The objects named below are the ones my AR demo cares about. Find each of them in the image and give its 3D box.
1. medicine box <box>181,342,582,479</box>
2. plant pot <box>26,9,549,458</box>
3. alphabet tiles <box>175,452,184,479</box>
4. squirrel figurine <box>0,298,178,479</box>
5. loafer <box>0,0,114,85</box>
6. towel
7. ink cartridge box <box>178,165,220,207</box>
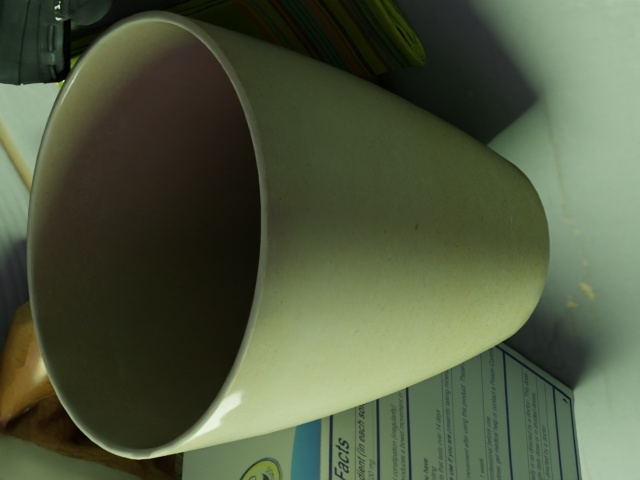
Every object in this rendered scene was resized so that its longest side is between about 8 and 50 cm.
[{"bbox_3d":[0.052,0.182,1.315,0.289,0.263,0.149,33,129,-31],"label":"medicine box"},{"bbox_3d":[0.000,0.000,1.121,0.274,0.256,0.256,2,153,-38],"label":"plant pot"},{"bbox_3d":[-0.088,0.162,1.545,0.198,0.009,0.237,-12,139,26],"label":"alphabet tiles"},{"bbox_3d":[-0.125,0.297,1.404,0.370,0.281,0.397,38,173,24],"label":"squirrel figurine"},{"bbox_3d":[-0.154,-0.163,1.061,0.078,0.076,0.223,13,149,-15],"label":"loafer"},{"bbox_3d":[-0.058,-0.115,1.149,0.237,0.021,0.102,-14,138,28],"label":"towel"},{"bbox_3d":[-0.114,-0.024,1.256,0.122,0.052,0.088,-12,139,24],"label":"ink cartridge box"}]
